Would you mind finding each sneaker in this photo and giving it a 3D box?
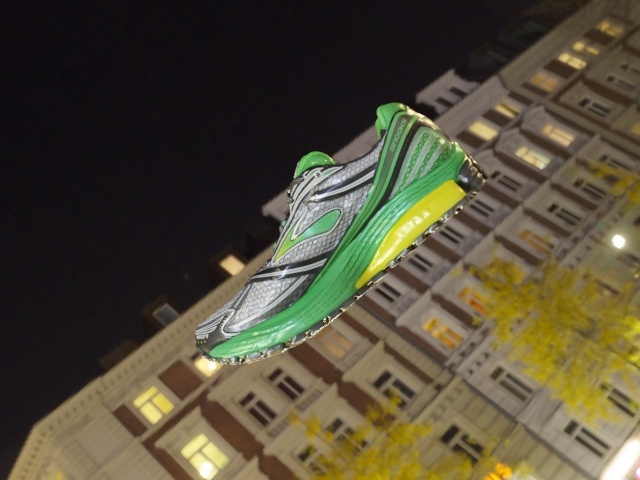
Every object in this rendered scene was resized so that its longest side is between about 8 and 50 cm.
[{"bbox_3d":[0.000,0.000,0.794,0.343,0.146,0.134,-42,-5,1],"label":"sneaker"}]
